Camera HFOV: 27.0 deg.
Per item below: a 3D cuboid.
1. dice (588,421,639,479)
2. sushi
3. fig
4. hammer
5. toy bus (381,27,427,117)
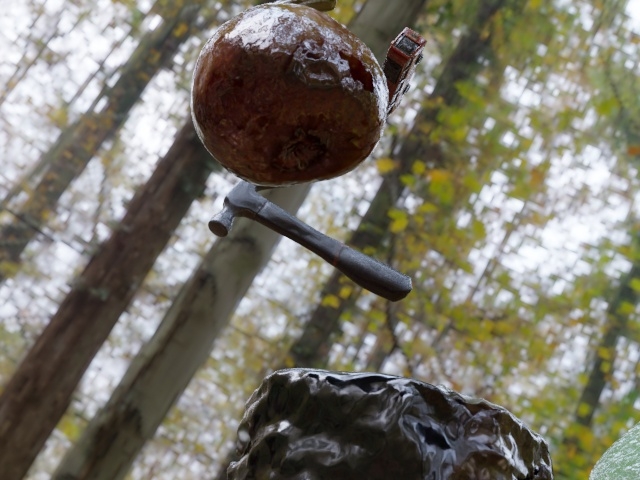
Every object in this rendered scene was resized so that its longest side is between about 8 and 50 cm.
[{"bbox_3d":[0.634,0.430,2.058,0.330,0.322,0.318,-16,-76,56],"label":"dice"},{"bbox_3d":[0.049,0.280,1.193,0.299,0.294,0.281,36,-31,-30],"label":"sushi"},{"bbox_3d":[-0.039,-0.152,1.205,0.175,0.207,0.175,-13,-34,-9],"label":"fig"},{"bbox_3d":[0.000,0.000,1.857,0.290,0.137,0.037,28,-35,6],"label":"hammer"},{"bbox_3d":[0.079,-0.175,1.414,0.031,0.043,0.110,36,-34,11],"label":"toy bus"}]
